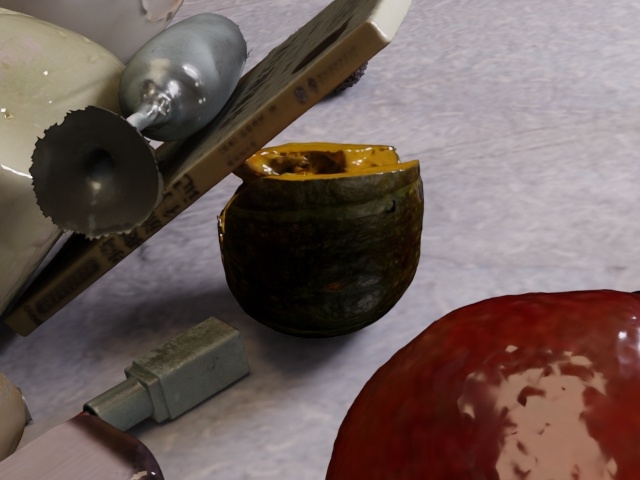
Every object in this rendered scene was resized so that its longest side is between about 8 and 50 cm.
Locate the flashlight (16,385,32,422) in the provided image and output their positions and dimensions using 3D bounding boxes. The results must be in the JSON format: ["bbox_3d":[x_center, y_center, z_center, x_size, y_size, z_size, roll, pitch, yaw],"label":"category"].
[{"bbox_3d":[-0.203,0.105,0.734,0.083,0.018,0.018,-20,31,-15],"label":"flashlight"}]

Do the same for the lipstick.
[{"bbox_3d":[-0.099,0.086,0.717,0.129,0.030,0.030,-29,32,-29],"label":"lipstick"}]

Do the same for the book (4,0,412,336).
[{"bbox_3d":[-0.057,-0.074,0.830,0.310,0.021,0.217,-36,15,27],"label":"book"}]

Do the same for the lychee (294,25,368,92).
[{"bbox_3d":[0.006,-0.154,1.086,0.067,0.068,0.083,14,5,-11],"label":"lychee"}]

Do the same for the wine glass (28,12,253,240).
[{"bbox_3d":[-0.091,-0.080,0.762,0.074,0.074,0.262,-6,21,12],"label":"wine glass"}]

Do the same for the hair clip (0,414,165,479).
[{"bbox_3d":[-0.188,0.193,0.485,0.331,0.101,0.085,-31,38,-30],"label":"hair clip"}]

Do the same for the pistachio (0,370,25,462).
[{"bbox_3d":[-0.246,0.109,0.617,0.144,0.143,0.215,14,30,40],"label":"pistachio"}]

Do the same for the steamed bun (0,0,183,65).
[{"bbox_3d":[-0.278,-0.269,1.204,0.310,0.309,0.309,-9,28,5],"label":"steamed bun"}]

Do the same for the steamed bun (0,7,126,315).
[{"bbox_3d":[-0.221,-0.049,0.811,0.200,0.155,0.250,-49,11,22],"label":"steamed bun"}]

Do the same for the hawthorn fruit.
[{"bbox_3d":[0.085,0.129,0.434,0.190,0.189,0.251,-2,48,18],"label":"hawthorn fruit"}]

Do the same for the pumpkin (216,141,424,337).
[{"bbox_3d":[0.000,0.000,0.756,0.119,0.107,0.183,-9,11,0],"label":"pumpkin"}]
